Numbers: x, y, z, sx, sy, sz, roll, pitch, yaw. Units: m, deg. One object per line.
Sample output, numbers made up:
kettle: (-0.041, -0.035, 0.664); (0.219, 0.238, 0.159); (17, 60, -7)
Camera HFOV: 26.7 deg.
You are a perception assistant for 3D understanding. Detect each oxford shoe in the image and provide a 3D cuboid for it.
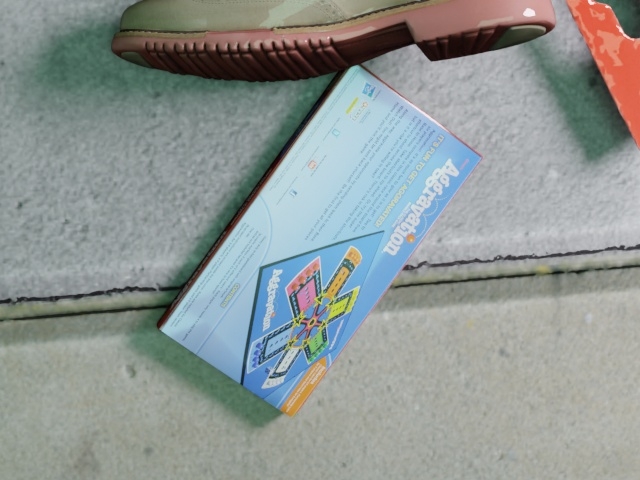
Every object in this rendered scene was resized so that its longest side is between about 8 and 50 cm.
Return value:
oxford shoe: (0.004, -0.202, 1.066); (0.348, 0.123, 0.130); (-6, 86, 3)

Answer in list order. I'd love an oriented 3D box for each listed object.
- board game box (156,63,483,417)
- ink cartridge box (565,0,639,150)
board game box: (0.000, 0.000, 1.153); (0.145, 0.027, 0.281); (36, 93, -13)
ink cartridge box: (0.374, -0.280, 1.069); (0.385, 0.091, 0.308); (-28, 106, 5)
